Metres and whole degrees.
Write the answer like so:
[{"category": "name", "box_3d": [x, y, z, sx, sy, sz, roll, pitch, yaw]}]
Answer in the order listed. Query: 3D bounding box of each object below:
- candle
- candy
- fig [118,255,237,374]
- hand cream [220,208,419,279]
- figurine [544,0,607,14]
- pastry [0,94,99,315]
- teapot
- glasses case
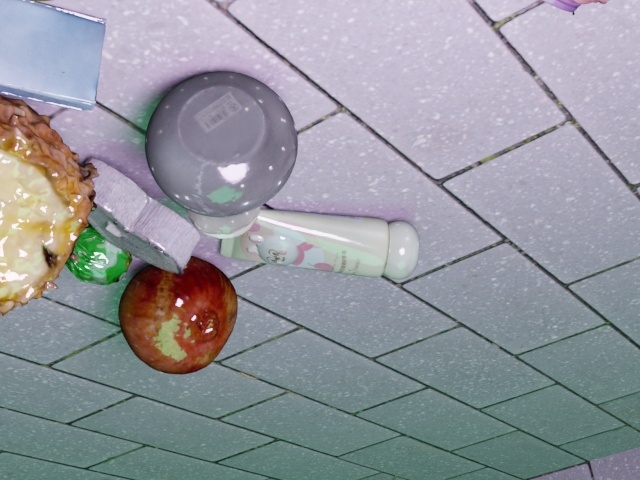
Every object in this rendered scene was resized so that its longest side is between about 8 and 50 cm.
[{"category": "candle", "box_3d": [-0.261, -0.027, 1.283, 0.192, 0.068, 0.168, 39, 162, -14]}, {"category": "candy", "box_3d": [-0.422, -0.015, 1.330, 0.323, 0.097, 0.097, 22, 140, -28]}, {"category": "fig", "box_3d": [-0.233, 0.114, 1.499, 0.205, 0.205, 0.205, -6, 150, -3]}, {"category": "hand cream", "box_3d": [0.000, 0.000, 1.452, 0.305, 0.093, 0.147, 7, 149, -6]}, {"category": "figurine", "box_3d": [0.278, -0.302, 0.956, 0.157, 0.114, 0.126, -33, 177, 28]}, {"category": "pastry", "box_3d": [-0.474, -0.042, 1.028, 0.337, 0.293, 0.405, 21, -160, 40]}, {"category": "teapot", "box_3d": [-0.125, -0.092, 1.180, 0.183, 0.184, 0.251, -3, 162, -8]}, {"category": "glasses case", "box_3d": [-0.370, -0.213, 0.991, 0.266, 0.105, 0.056, 10, 171, -27]}]
